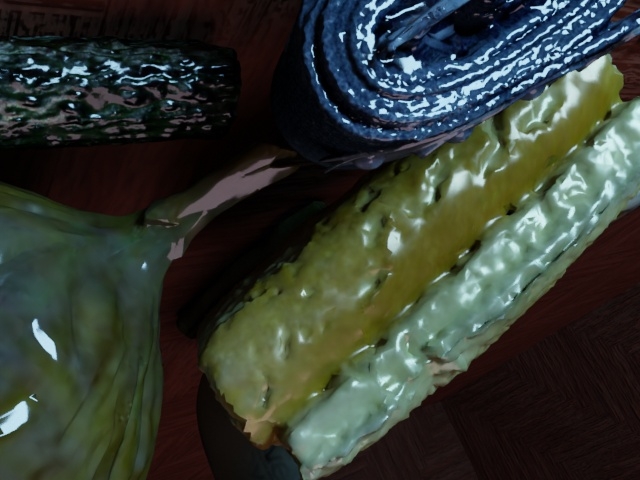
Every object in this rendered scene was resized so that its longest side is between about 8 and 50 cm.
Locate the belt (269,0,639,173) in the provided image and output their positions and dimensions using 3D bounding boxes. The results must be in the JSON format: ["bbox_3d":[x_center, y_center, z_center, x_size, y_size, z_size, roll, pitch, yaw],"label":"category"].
[{"bbox_3d":[0.077,-0.124,0.375,0.218,0.122,0.128,-30,-178,-13],"label":"belt"}]

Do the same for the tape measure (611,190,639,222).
[{"bbox_3d":[0.281,-0.061,0.805,0.271,0.133,0.231,-12,163,-35],"label":"tape measure"}]

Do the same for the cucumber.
[{"bbox_3d":[-0.181,-0.073,0.346,0.294,0.067,0.067,-10,154,-32],"label":"cucumber"}]

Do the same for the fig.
[{"bbox_3d":[-0.162,0.058,0.393,0.369,0.286,0.286,-28,159,-7],"label":"fig"}]

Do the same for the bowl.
[{"bbox_3d":[-0.008,0.134,0.803,0.354,0.185,0.354,-33,174,-4],"label":"bowl"}]

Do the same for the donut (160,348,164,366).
[{"bbox_3d":[-0.252,0.133,0.762,0.140,0.059,0.140,-21,159,-9],"label":"donut"}]

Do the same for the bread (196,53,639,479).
[{"bbox_3d":[0.075,0.014,0.551,0.375,0.165,0.236,-42,180,-11],"label":"bread"}]

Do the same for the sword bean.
[{"bbox_3d":[-0.084,0.039,0.759,0.043,0.038,0.269,26,130,-32],"label":"sword bean"}]
